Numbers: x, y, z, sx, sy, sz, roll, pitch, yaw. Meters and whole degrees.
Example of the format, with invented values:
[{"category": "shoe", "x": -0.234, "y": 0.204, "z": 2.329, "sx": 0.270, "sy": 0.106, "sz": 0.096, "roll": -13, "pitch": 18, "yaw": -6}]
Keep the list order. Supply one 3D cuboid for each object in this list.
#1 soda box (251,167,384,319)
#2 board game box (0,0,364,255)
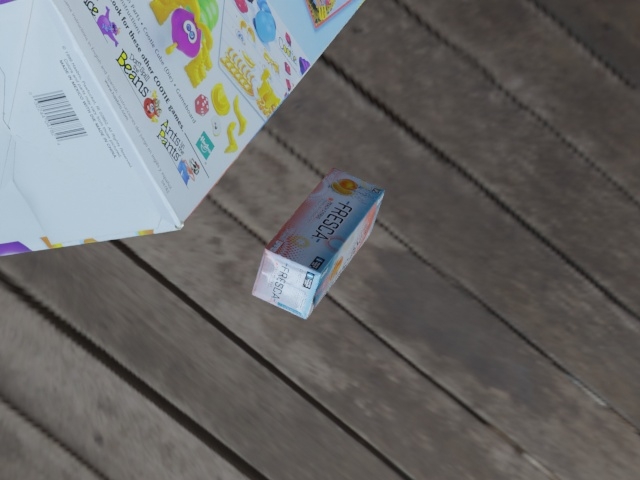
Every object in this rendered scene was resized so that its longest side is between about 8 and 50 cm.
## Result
[{"category": "soda box", "x": 0.000, "y": 0.000, "z": 1.599, "sx": 0.063, "sy": 0.183, "sz": 0.058, "roll": 24, "pitch": 125, "yaw": 10}, {"category": "board game box", "x": -0.096, "y": -0.133, "z": 0.895, "sx": 0.275, "sy": 0.142, "sz": 0.144, "roll": -54, "pitch": 126, "yaw": -44}]
